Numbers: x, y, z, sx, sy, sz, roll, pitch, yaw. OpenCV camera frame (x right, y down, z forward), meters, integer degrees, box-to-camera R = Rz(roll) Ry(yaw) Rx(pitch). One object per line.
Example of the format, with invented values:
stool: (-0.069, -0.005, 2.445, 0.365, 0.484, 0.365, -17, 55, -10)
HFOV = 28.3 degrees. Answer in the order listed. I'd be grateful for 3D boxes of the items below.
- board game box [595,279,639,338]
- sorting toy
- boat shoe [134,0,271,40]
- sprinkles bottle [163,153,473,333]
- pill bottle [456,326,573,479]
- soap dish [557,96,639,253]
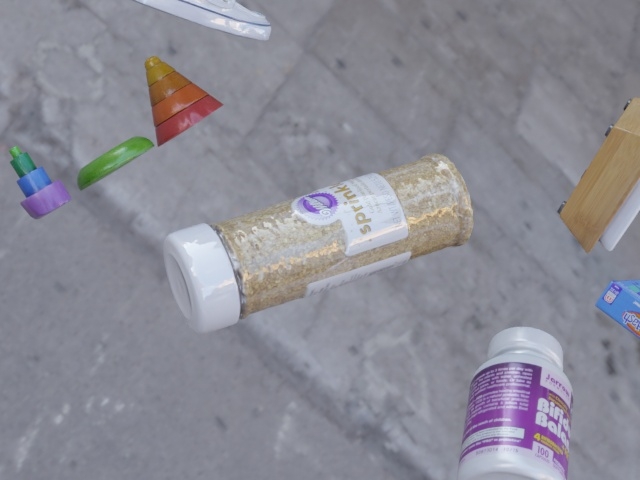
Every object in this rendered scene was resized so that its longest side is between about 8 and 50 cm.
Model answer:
board game box: (0.498, 0.119, 1.814, 0.160, 0.047, 0.210, 39, 19, 25)
sorting toy: (-0.310, -0.166, 1.868, 0.365, 0.127, 0.126, -36, 98, -35)
boat shoe: (-0.164, -0.349, 1.804, 0.258, 0.084, 0.095, 11, 11, -46)
sprinkles bottle: (0.000, 0.000, 1.485, 0.355, 0.121, 0.121, -18, 66, -20)
pill bottle: (0.315, 0.288, 2.023, 0.169, 0.169, 0.301, 35, 43, -20)
soap dish: (0.529, -0.123, 2.216, 0.118, 0.229, 0.291, 32, 27, 9)
